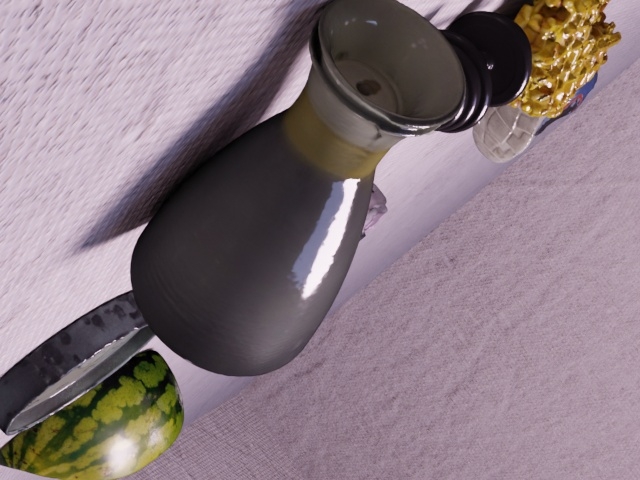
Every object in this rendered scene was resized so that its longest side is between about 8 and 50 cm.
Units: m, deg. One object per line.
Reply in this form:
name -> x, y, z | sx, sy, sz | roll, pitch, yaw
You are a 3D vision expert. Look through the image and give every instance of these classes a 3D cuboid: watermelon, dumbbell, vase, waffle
watermelon -> -0.292, 0.227, 1.737 | 0.303, 0.159, 0.128 | -32, 133, -50
dumbbell -> 0.137, -0.161, 1.180 | 0.208, 0.099, 0.099 | -33, 172, -47
vase -> -0.019, -0.043, 0.976 | 0.173, 0.173, 0.321 | -31, 165, -44
waffle -> 0.269, -0.224, 1.351 | 0.197, 0.070, 0.193 | -58, 157, 15

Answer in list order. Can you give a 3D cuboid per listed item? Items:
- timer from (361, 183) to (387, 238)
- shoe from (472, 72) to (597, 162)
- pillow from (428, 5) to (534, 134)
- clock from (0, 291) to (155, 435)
timer -> 0.000, 0.000, 1.729 | 0.208, 0.069, 0.191 | -40, 176, 13
shoe -> 0.321, -0.211, 1.817 | 0.227, 0.099, 0.125 | -45, 168, 27
pillow -> 0.202, -0.207, 1.421 | 0.229, 0.051, 0.128 | -35, 162, -36
clock -> -0.264, 0.133, 1.345 | 0.215, 0.042, 0.215 | -36, 173, -5
